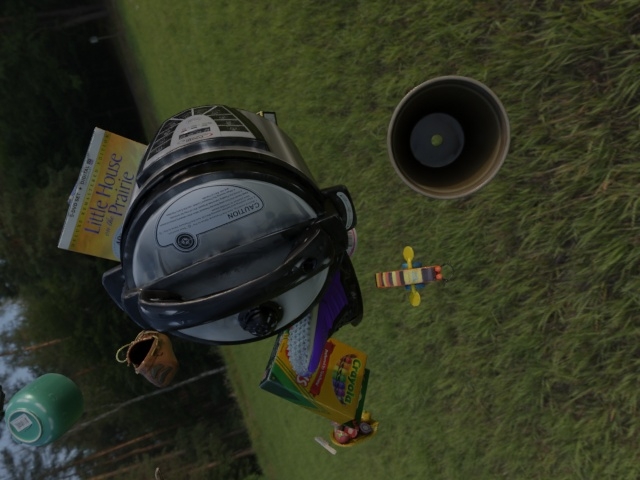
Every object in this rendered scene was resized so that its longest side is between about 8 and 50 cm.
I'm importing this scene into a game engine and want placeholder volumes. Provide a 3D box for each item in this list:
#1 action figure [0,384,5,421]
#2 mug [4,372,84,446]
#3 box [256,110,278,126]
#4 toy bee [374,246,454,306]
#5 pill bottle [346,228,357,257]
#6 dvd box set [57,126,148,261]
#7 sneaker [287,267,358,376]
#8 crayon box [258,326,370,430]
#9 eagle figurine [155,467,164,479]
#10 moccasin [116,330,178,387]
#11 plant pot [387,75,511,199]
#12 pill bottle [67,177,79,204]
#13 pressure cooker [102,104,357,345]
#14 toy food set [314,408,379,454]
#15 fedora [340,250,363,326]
[{"bbox_3d":[-0.886,0.305,1.036,0.341,0.178,0.330,4,90,31],"label":"action figure"},{"bbox_3d":[-0.585,0.373,0.940,0.097,0.129,0.158,-59,-20,-76],"label":"mug"},{"bbox_3d":[-0.267,-0.296,1.618,0.322,0.079,0.257,-6,99,42],"label":"box"},{"bbox_3d":[0.345,0.108,1.554,0.195,0.298,0.162,62,169,1],"label":"toy bee"},{"bbox_3d":[0.000,0.000,1.897,0.160,0.283,0.160,-6,83,61],"label":"pill bottle"},{"bbox_3d":[-0.417,-0.075,1.184,0.062,0.420,0.307,7,80,59],"label":"dvd box set"},{"bbox_3d":[0.020,0.174,1.027,0.102,0.146,0.293,-41,33,49],"label":"sneaker"},{"bbox_3d":[0.009,0.381,1.282,0.081,0.318,0.202,-50,16,47],"label":"crayon box"},{"bbox_3d":[-0.492,0.807,1.178,0.225,0.298,0.226,-31,101,35],"label":"eagle figurine"},{"bbox_3d":[-0.594,0.383,1.522,0.147,0.139,0.380,39,172,-25],"label":"moccasin"},{"bbox_3d":[0.355,-0.298,1.319,0.280,0.323,0.323,-60,-45,-75],"label":"plant pot"},{"bbox_3d":[-0.731,-0.197,1.488,0.219,0.123,0.123,-68,14,-7],"label":"pill bottle"},{"bbox_3d":[-0.157,-0.021,0.819,0.370,0.375,0.420,-58,28,22],"label":"pressure cooker"},{"bbox_3d":[0.097,0.635,1.531,0.128,0.218,0.071,15,115,61],"label":"toy food set"},{"bbox_3d":[0.042,0.172,1.679,0.334,0.152,0.334,-17,-90,-74],"label":"fedora"}]
